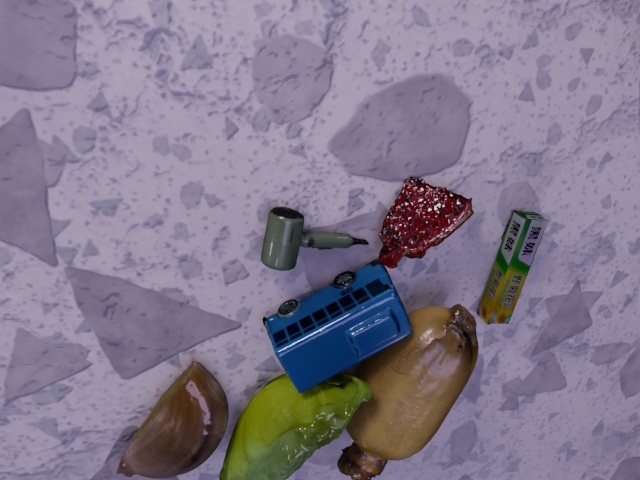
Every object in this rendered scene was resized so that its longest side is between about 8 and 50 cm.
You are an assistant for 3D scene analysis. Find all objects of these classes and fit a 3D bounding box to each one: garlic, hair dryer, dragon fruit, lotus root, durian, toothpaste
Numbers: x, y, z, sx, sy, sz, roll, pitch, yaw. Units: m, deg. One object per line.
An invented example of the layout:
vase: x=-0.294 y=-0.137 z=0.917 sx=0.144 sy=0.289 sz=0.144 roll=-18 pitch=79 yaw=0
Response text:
garlic: x=-0.189 y=0.261 z=0.726 sx=0.101 sy=0.087 sz=0.195 roll=35 pitch=105 yaw=-14
hair dryer: x=0.000 y=0.000 z=0.679 sx=0.150 sy=0.047 sz=0.071 roll=3 pitch=113 yaw=-25
dragon fruit: x=0.137 y=-0.013 z=0.710 sx=0.097 sy=0.063 sz=0.131 roll=30 pitch=94 yaw=13
lotus root: x=0.124 y=0.213 z=0.768 sx=0.146 sy=0.131 sz=0.303 roll=29 pitch=105 yaw=-3
durian: x=-0.037 y=0.258 z=0.736 sx=0.250 sy=0.139 sz=0.101 roll=-39 pitch=125 yaw=5
toothpaste: x=0.284 y=0.043 z=0.788 sx=0.043 sy=0.037 sz=0.178 roll=4 pitch=114 yaw=-18

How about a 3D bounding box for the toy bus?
toy bus: x=0.027 y=0.114 z=0.704 sx=0.185 sy=0.106 sz=0.090 roll=-28 pitch=117 yaw=-3
